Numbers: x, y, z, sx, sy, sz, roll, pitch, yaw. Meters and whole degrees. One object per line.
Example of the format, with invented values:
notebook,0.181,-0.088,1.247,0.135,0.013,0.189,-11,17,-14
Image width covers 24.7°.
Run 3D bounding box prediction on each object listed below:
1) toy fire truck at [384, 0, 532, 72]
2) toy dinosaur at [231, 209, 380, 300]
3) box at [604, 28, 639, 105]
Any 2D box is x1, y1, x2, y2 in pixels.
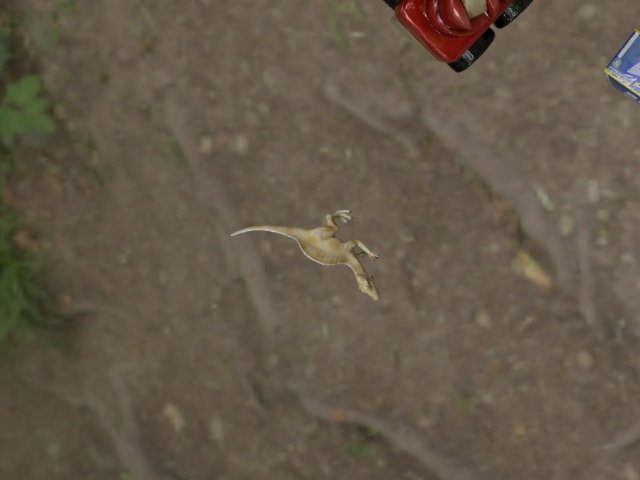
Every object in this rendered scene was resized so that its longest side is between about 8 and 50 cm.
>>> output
toy fire truck,0.163,-0.277,1.337,0.158,0.217,0.246,45,178,-11
toy dinosaur,0.000,0.000,1.643,0.183,0.092,0.053,26,121,14
box,0.383,-0.149,1.538,0.169,0.054,0.059,38,93,17
